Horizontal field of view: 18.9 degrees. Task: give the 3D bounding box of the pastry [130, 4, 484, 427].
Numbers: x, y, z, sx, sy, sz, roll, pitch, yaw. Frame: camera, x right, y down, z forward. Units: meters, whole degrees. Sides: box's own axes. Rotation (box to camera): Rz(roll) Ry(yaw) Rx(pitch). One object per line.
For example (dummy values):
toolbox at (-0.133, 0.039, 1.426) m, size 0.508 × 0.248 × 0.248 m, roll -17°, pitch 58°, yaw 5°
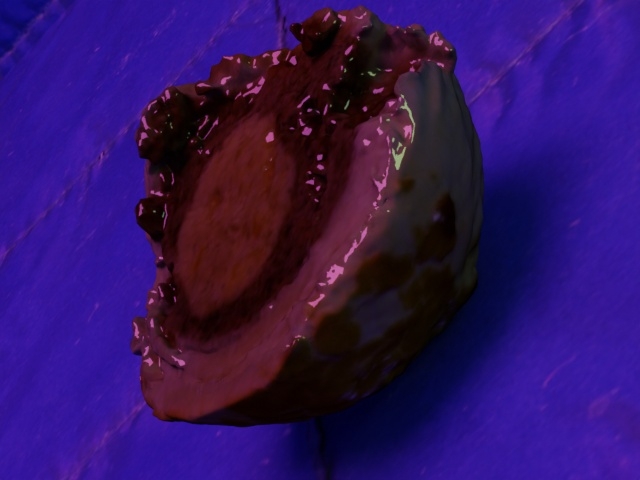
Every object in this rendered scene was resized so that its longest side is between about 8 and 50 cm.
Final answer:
pastry at (0.005, 0.004, 1.156) m, size 0.256 × 0.170 × 0.236 m, roll -22°, pitch 57°, yaw 42°
